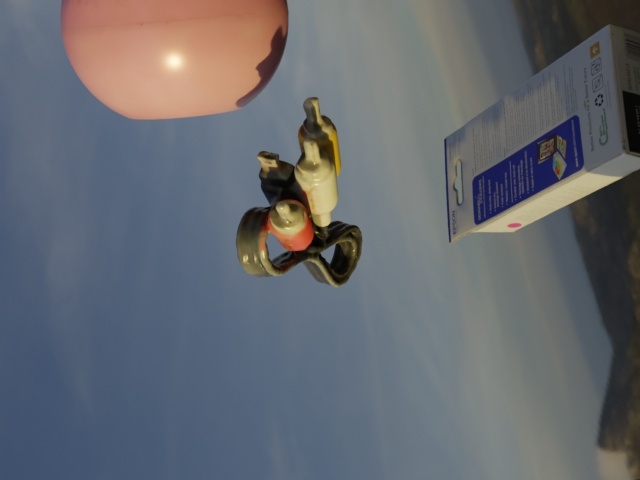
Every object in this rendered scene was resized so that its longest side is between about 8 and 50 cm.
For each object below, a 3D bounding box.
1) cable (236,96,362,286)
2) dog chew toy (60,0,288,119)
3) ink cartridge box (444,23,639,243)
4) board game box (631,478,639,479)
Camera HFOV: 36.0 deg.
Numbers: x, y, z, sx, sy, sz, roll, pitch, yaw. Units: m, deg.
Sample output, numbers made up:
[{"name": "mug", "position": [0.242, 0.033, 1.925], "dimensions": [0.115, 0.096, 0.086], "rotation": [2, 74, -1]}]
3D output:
[{"name": "cable", "position": [0.000, 0.000, 0.883], "dimensions": [0.287, 0.072, 0.139], "rotation": [58, -133, -60]}, {"name": "dog chew toy", "position": [-0.138, -0.279, 0.879], "dimensions": [0.206, 0.207, 0.331], "rotation": [-60, -34, -73]}, {"name": "ink cartridge box", "position": [0.294, -0.126, 1.334], "dimensions": [0.069, 0.371, 0.175], "rotation": [10, -112, -27]}, {"name": "board game box", "position": [0.337, 0.295, 0.857], "dimensions": [0.208, 0.347, 0.056], "rotation": [-117, 33, -46]}]
